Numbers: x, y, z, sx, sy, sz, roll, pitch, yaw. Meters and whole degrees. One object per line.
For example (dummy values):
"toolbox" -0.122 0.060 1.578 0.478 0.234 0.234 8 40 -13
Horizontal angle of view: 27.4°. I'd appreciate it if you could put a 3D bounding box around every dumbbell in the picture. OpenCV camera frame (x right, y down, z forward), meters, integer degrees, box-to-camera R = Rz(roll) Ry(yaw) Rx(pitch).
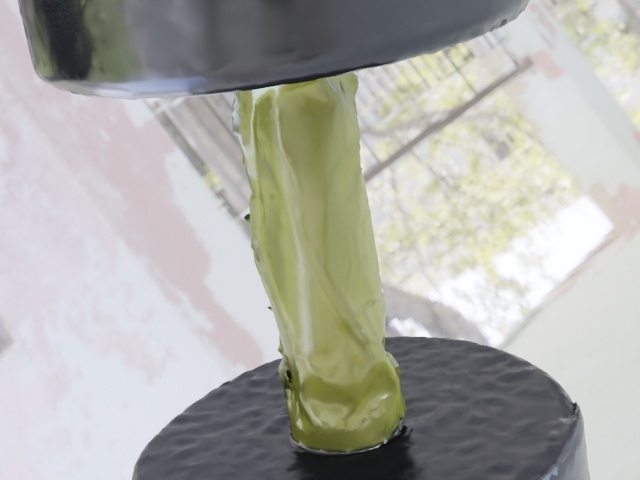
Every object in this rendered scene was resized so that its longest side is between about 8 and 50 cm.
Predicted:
"dumbbell" 0.000 0.000 0.552 0.204 0.322 0.204 -9 -162 3
